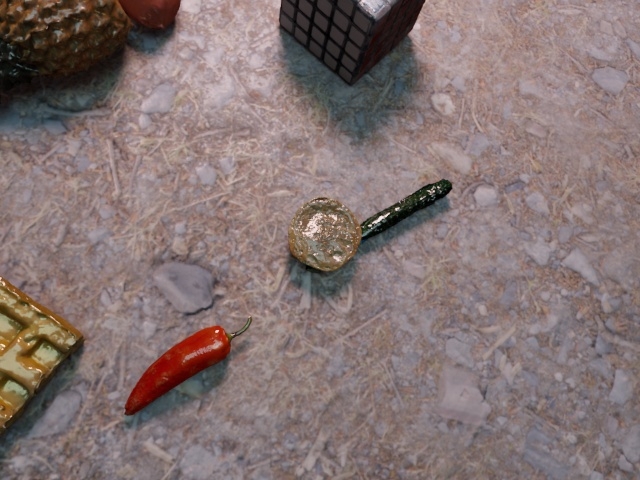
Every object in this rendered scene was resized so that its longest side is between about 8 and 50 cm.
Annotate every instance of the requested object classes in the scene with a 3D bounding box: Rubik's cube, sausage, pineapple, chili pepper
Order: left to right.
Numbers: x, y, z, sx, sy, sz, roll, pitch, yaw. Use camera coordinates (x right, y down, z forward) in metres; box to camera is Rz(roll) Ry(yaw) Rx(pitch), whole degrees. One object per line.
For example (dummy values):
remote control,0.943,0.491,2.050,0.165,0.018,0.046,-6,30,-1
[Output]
pineapple,-0.536,-0.371,0.835,0.362,0.202,0.202,-44,87,-9
sausage,-0.387,-0.567,0.932,0.148,0.148,0.254,-42,88,-16
chili pepper,-0.239,0.215,0.808,0.272,0.063,0.071,-33,72,-13
Rubik's cube,0.075,-0.527,0.952,0.237,0.238,0.237,41,74,4

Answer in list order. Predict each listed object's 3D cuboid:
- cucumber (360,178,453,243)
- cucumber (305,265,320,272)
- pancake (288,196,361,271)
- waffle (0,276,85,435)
cucumber,0.171,-0.063,0.956,0.257,0.043,0.044,-29,78,-15
cucumber,0.000,0.000,0.916,0.032,0.032,0.133,15,73,-6
pancake,0.006,-0.013,0.890,0.152,0.025,0.151,3,76,-10
waffle,-0.603,0.199,0.705,0.304,0.077,0.348,41,72,-12
